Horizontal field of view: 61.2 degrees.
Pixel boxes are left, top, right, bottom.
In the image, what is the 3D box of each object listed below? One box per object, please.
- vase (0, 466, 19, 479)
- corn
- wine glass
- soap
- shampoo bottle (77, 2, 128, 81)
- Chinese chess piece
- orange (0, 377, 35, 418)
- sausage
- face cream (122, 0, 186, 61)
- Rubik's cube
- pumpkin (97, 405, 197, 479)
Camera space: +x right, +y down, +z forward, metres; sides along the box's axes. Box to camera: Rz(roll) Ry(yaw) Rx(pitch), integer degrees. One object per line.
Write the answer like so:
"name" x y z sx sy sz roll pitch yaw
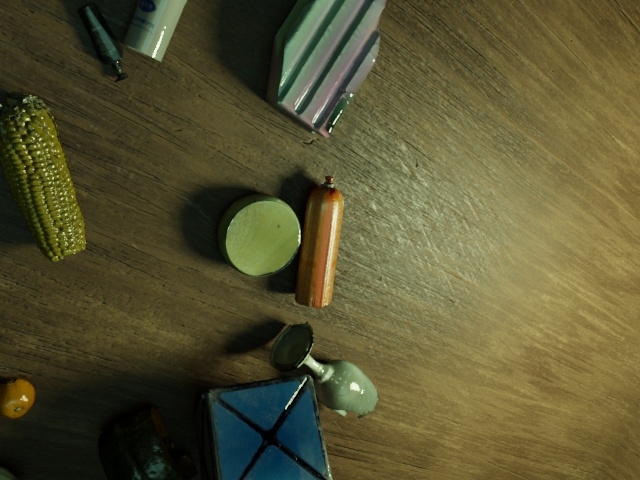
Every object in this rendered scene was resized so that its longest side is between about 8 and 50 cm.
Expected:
"vase" -0.741 0.497 1.102 0.248 0.128 0.128 43 87 -21
"corn" -0.514 -0.110 0.992 0.115 0.115 0.317 -16 115 -19
"wine glass" 0.019 0.344 1.389 0.143 0.143 0.321 -48 120 -3
"soap" 0.012 -0.404 1.131 0.193 0.109 0.323 30 94 -31
"shampoo bottle" -0.397 -0.364 1.000 0.048 0.027 0.137 -23 117 -1
"Chinese chess piece" -0.138 -0.012 1.222 0.189 0.083 0.188 -7 108 -21
"orange" -0.630 0.324 1.111 0.084 0.083 0.083 -9 112 -22
"sausage" 0.000 0.000 1.283 0.093 0.093 0.311 0 107 -25
"face cream" -0.280 -0.460 0.991 0.077 0.077 0.249 21 98 -30
"Rubik's cube" -0.146 0.469 1.235 0.261 0.259 0.254 0 151 -20
"pumpkin" -0.407 0.507 1.281 0.139 0.190 0.280 -30 161 -14
